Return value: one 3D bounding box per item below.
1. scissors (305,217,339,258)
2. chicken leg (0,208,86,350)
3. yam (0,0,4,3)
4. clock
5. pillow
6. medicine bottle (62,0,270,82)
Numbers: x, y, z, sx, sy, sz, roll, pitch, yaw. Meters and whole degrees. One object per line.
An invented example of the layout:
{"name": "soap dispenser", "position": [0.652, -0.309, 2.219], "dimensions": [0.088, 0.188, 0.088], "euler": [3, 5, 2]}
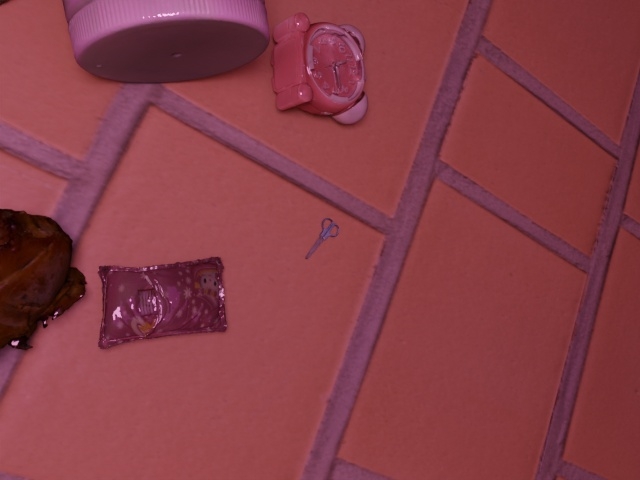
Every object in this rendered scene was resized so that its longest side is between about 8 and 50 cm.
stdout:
{"name": "scissors", "position": [0.000, 0.000, 1.000], "dimensions": [0.036, 0.006, 0.083], "euler": [45, 67, -19]}
{"name": "chicken leg", "position": [-0.447, 0.085, 0.680], "dimensions": [0.361, 0.140, 0.211], "euler": [-41, 113, -28]}
{"name": "yam", "position": [-0.507, -0.464, 0.733], "dimensions": [0.083, 0.083, 0.371], "euler": [-38, 104, -25]}
{"name": "clock", "position": [0.005, -0.275, 0.986], "dimensions": [0.162, 0.093, 0.165], "euler": [0, 85, -37]}
{"name": "pillow", "position": [-0.222, 0.085, 0.855], "dimensions": [0.185, 0.043, 0.118], "euler": [-1, 80, -31]}
{"name": "medicine bottle", "position": [-0.206, -0.356, 0.782], "dimensions": [0.253, 0.252, 0.240], "euler": [-9, 89, -28]}
